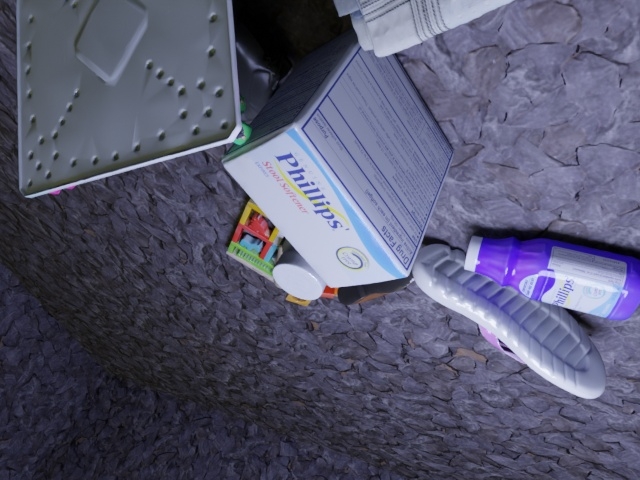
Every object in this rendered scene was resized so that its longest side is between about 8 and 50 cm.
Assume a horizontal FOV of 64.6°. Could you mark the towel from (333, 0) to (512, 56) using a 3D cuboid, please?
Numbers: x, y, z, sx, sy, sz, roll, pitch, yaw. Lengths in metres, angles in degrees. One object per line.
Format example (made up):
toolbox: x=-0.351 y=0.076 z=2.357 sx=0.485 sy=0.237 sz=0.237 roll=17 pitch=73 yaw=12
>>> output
towel: x=0.086 y=-0.368 z=0.511 sx=0.324 sy=0.056 sz=0.312 roll=4 pitch=125 yaw=55

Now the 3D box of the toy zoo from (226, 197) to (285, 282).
toy zoo: x=-0.110 y=0.002 z=1.218 sx=0.192 sy=0.030 sz=0.293 roll=31 pitch=143 yaw=-3

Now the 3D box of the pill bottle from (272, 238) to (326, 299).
pill bottle: x=0.000 y=0.000 z=0.983 sx=0.121 sy=0.221 sz=0.121 roll=18 pitch=142 yaw=14

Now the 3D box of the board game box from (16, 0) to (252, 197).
board game box: x=-0.276 y=-0.279 z=0.705 sx=0.390 sy=0.389 sz=0.050 roll=-9 pitch=171 yaw=25

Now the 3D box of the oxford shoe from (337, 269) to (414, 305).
oxford shoe: x=0.139 y=0.091 z=1.143 sx=0.212 sy=0.076 sz=0.076 roll=-25 pitch=160 yaw=37

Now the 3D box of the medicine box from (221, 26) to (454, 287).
medicine box: x=0.046 y=-0.125 z=0.749 sx=0.149 sy=0.289 sz=0.263 roll=-13 pitch=126 yaw=42

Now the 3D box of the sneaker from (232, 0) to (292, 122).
sneaker: x=-0.115 y=-0.309 z=0.810 sx=0.130 sy=0.109 sz=0.286 roll=8 pitch=148 yaw=16

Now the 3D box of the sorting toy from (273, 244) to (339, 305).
sorting toy: x=-0.014 y=0.092 z=1.209 sx=0.196 sy=0.047 sz=0.347 roll=12 pitch=146 yaw=-2

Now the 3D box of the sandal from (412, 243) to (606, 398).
sandal: x=0.357 y=0.152 z=0.990 sx=0.416 sy=0.169 sz=0.102 roll=37 pitch=141 yaw=9

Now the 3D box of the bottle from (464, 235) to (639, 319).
bottle: x=0.403 y=0.055 z=0.894 sx=0.283 sy=0.092 sz=0.118 roll=15 pitch=142 yaw=18
